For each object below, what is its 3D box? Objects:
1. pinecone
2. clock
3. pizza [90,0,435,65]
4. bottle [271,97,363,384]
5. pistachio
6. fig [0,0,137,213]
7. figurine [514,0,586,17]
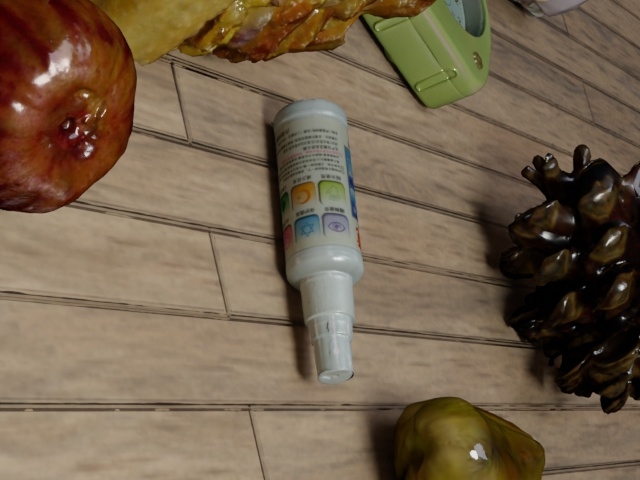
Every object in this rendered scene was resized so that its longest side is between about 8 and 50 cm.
[{"bbox_3d":[0.285,0.039,1.466,0.257,0.243,0.243,26,29,7],"label":"pinecone"},{"bbox_3d":[0.101,-0.252,1.483,0.170,0.069,0.232,51,31,-32],"label":"clock"},{"bbox_3d":[0.012,-0.210,1.085,0.408,0.277,0.114,-21,84,-28],"label":"pizza"},{"bbox_3d":[0.000,0.000,1.120,0.060,0.060,0.217,35,43,-50],"label":"bottle"},{"bbox_3d":[0.108,0.178,1.165,0.189,0.100,0.110,28,69,-65],"label":"pistachio"},{"bbox_3d":[-0.169,-0.086,0.801,0.150,0.128,0.128,35,33,-4],"label":"fig"},{"bbox_3d":[0.240,-0.362,1.753,0.276,0.133,0.200,43,20,-45],"label":"figurine"}]
